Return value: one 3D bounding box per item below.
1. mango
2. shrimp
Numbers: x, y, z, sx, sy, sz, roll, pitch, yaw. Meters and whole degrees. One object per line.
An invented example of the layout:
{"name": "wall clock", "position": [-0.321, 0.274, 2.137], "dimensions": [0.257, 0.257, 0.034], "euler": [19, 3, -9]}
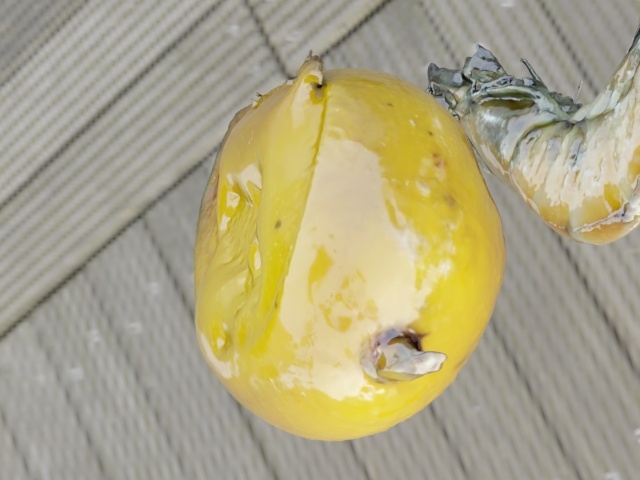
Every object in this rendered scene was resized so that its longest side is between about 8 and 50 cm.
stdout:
{"name": "mango", "position": [0.000, 0.000, 0.498], "dimensions": [0.187, 0.066, 0.101], "euler": [-147, 73, -68]}
{"name": "shrimp", "position": [0.132, -0.112, 0.918], "dimensions": [0.262, 0.051, 0.198], "euler": [42, 115, 65]}
